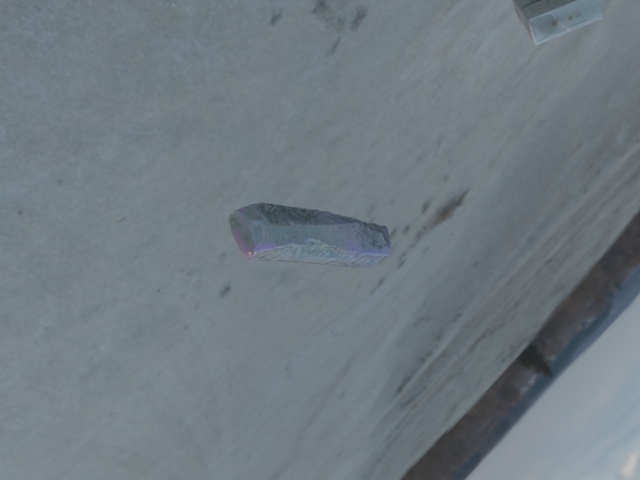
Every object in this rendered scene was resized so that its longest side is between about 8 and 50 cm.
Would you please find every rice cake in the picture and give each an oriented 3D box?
[{"bbox_3d":[-0.001,0.000,1.068,0.064,0.070,0.399,-29,163,26],"label":"rice cake"}]

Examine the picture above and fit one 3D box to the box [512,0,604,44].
[{"bbox_3d":[0.518,-0.521,1.610,0.149,0.067,0.233,-17,-151,14],"label":"box"}]
